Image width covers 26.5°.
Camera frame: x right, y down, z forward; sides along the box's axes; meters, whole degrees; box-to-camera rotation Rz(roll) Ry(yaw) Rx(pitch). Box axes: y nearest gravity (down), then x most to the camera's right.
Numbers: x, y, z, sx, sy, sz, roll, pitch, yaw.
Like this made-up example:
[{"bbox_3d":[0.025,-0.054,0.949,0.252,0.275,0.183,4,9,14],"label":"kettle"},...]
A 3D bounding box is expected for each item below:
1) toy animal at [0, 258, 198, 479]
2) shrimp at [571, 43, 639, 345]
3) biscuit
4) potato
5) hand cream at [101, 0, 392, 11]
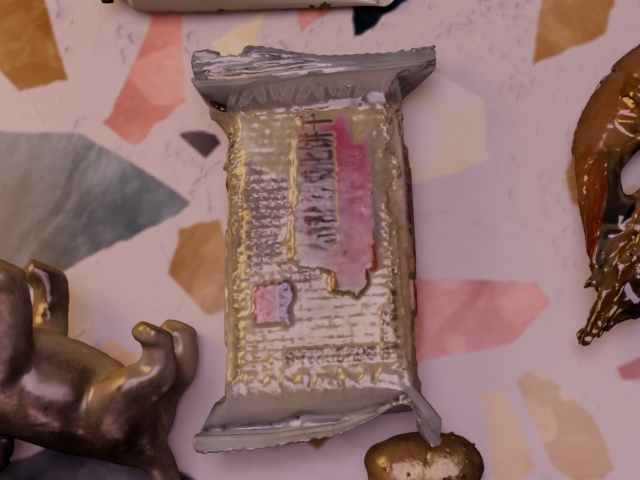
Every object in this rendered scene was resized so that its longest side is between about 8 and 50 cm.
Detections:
[{"bbox_3d":[-0.200,0.100,0.962,0.233,0.121,0.169,10,91,1],"label":"toy animal"},{"bbox_3d":[0.241,-0.044,0.971,0.145,0.061,0.267,22,80,23],"label":"shrimp"},{"bbox_3d":[-0.005,0.000,0.981,0.186,0.079,0.309,-2,74,5],"label":"biscuit"},{"bbox_3d":[0.072,0.158,0.941,0.083,0.040,0.051,-1,61,6],"label":"potato"},{"bbox_3d":[-0.058,-0.214,1.073,0.234,0.050,0.080,-3,72,2],"label":"hand cream"}]
